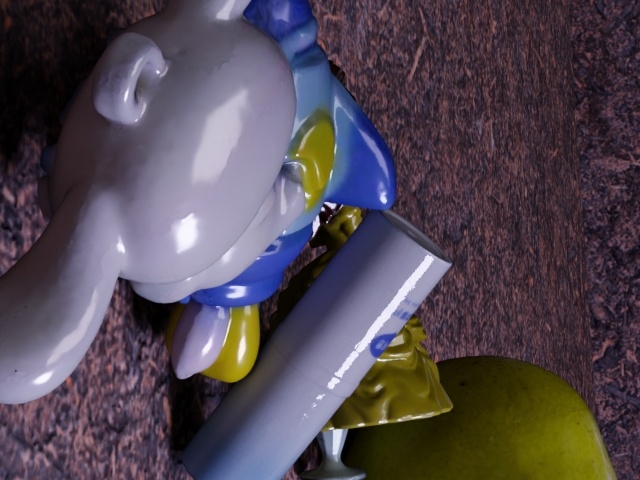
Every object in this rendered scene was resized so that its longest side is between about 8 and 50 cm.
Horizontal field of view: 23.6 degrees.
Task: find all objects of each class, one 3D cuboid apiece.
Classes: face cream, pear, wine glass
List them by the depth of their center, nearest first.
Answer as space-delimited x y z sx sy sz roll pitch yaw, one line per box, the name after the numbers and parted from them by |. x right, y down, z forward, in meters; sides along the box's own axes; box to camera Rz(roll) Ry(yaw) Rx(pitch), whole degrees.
-0.004 0.091 1.174 0.250 0.077 0.077 -52 162 10 | face cream
0.006 0.144 1.423 0.073 0.073 0.155 -5 95 -70 | wine glass
0.151 0.250 1.500 0.294 0.294 0.294 -4 90 -70 | pear

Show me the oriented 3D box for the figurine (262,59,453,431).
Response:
0.004 0.000 1.305 0.187 0.168 0.315 153 -71 -80 | figurine

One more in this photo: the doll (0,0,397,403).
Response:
-0.083 -0.060 1.042 0.376 0.187 0.365 -48 160 1 | doll
